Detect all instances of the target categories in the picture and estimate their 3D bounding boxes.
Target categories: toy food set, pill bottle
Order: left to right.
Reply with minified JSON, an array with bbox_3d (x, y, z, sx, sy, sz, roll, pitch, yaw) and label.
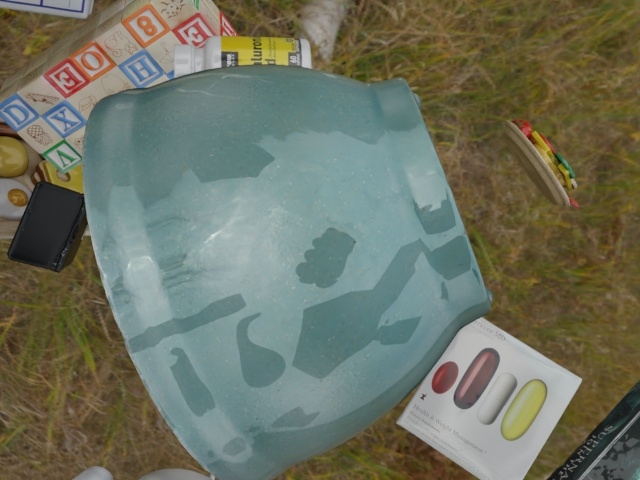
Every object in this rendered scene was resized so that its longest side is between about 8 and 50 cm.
[{"bbox_3d":[-0.438,-0.121,1.127,0.306,0.092,0.219,-3,65,-50],"label":"toy food set"},{"bbox_3d":[-0.068,-0.146,0.649,0.117,0.065,0.065,-1,95,-7],"label":"pill bottle"},{"bbox_3d":[0.166,-0.059,0.558,0.020,0.082,0.083,-35,156,9],"label":"toy food set"}]

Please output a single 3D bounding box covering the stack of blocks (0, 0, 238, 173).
[{"bbox_3d":[-0.254,-0.209,0.981,0.171,0.297,0.087,51,19,-37],"label":"stack of blocks"}]

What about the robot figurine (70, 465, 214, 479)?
[{"bbox_3d":[-0.209,0.387,0.804,0.354,0.300,0.199,-27,154,-42],"label":"robot figurine"}]

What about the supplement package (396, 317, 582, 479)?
[{"bbox_3d":[0.253,0.249,1.133,0.203,0.194,0.149,-57,165,-7],"label":"supplement package"}]

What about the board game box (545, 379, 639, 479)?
[{"bbox_3d":[0.197,0.108,0.341,0.126,0.026,0.186,44,85,0],"label":"board game box"}]

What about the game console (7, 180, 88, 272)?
[{"bbox_3d":[-0.384,-0.023,1.074,0.071,0.107,0.122,25,96,-7],"label":"game console"}]

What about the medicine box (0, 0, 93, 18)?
[{"bbox_3d":[-0.386,-0.383,0.766,0.290,0.149,0.263,2,49,-25],"label":"medicine box"}]

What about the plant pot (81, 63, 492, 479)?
[{"bbox_3d":[0.000,0.000,0.522,0.196,0.293,0.292,-20,112,8],"label":"plant pot"}]
